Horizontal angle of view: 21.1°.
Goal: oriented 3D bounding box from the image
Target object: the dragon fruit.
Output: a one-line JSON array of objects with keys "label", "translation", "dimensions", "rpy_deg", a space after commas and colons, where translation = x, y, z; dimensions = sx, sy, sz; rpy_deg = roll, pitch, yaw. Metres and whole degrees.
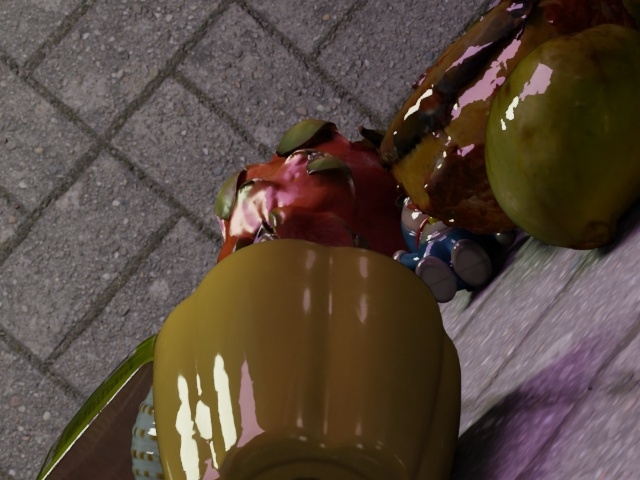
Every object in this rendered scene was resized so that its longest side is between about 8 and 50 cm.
[{"label": "dragon fruit", "translation": [0.003, -0.001, 1.627], "dimensions": [0.224, 0.224, 0.227], "rpy_deg": [-48, 9, 7]}]

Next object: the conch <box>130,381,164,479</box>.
[{"label": "conch", "translation": [-0.080, 0.163, 1.389], "dimensions": [0.131, 0.172, 0.200], "rpy_deg": [61, -134, -61]}]

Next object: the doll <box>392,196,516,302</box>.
[{"label": "doll", "translation": [0.111, -0.006, 1.445], "dimensions": [0.114, 0.085, 0.152], "rpy_deg": [-23, 23, 16]}]

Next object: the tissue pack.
[{"label": "tissue pack", "translation": [-0.167, 0.218, 1.689], "dimensions": [0.200, 0.167, 0.275], "rpy_deg": [-51, 6, -2]}]

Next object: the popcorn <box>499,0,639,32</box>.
[{"label": "popcorn", "translation": [0.228, -0.201, 1.573], "dimensions": [0.168, 0.173, 0.195], "rpy_deg": [19, -93, -57]}]

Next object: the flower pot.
[{"label": "flower pot", "translation": [-0.009, 0.122, 1.008], "dimensions": [0.195, 0.195, 0.179], "rpy_deg": [-47, 17, 21]}]

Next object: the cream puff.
[{"label": "cream puff", "translation": [0.155, -0.099, 1.321], "dimensions": [0.240, 0.164, 0.240], "rpy_deg": [-39, -4, -4]}]

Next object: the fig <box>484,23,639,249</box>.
[{"label": "fig", "translation": [0.173, -0.073, 1.151], "dimensions": [0.136, 0.121, 0.153], "rpy_deg": [9, -72, -51]}]

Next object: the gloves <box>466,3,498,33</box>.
[{"label": "gloves", "translation": [0.232, -0.232, 2.063], "dimensions": [0.135, 0.107, 0.268], "rpy_deg": [11, 52, 48]}]
